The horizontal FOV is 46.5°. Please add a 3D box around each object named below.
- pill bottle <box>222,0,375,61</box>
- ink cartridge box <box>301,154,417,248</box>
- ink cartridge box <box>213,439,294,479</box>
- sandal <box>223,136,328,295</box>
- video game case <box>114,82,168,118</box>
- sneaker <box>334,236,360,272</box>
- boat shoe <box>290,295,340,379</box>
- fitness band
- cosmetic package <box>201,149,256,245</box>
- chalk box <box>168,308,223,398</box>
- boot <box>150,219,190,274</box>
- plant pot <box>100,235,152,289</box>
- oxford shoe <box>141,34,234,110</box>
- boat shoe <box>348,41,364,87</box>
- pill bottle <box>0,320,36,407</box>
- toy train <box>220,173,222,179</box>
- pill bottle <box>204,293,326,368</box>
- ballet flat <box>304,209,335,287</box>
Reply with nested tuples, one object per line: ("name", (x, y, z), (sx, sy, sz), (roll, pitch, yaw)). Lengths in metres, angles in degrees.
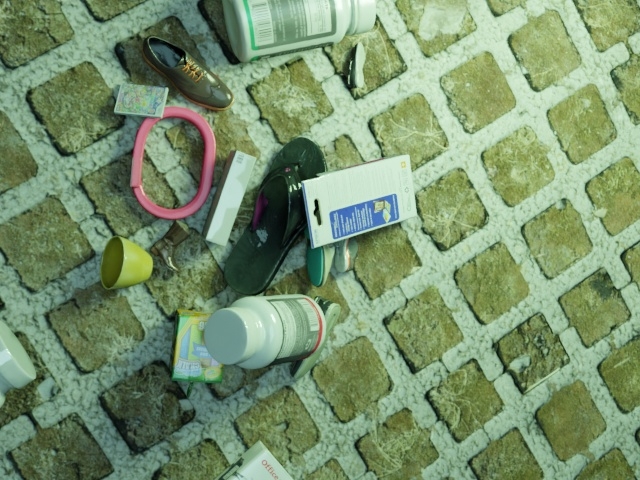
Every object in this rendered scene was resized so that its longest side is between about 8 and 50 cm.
("pill bottle", (-0.055, -0.590, 1.915), (0.361, 0.204, 0.204), (-14, 94, -14))
("ink cartridge box", (0.096, -0.108, 1.958), (0.371, 0.069, 0.175), (-18, 105, -36))
("ink cartridge box", (-0.189, 0.673, 1.950), (0.237, 0.100, 0.172), (-40, 100, -10))
("sandal", (-0.112, -0.065, 1.928), (0.168, 0.107, 0.445), (23, 85, 16))
("video game case", (-0.453, -0.354, 1.884), (0.122, 0.011, 0.087), (6, 68, 3))
("sneaker", (0.076, 0.010, 2.042), (0.065, 0.061, 0.158), (6, 90, -41))
("boat shoe", (-0.028, 0.264, 2.010), (0.079, 0.084, 0.233), (25, 92, 23))
("fitness band", (-0.379, -0.198, 1.920), (0.209, 0.054, 0.290), (8, 90, -17))
("cosmetic package", (-0.237, -0.111, 1.917), (0.060, 0.099, 0.239), (19, 93, -20))
("chalk box", (-0.313, 0.292, 1.899), (0.132, 0.132, 0.213), (6, 90, -14))
("boot", (-0.365, 0.016, 1.917), (0.114, 0.037, 0.106), (-44, 98, 5))
("plant pot", (-0.479, 0.062, 1.866), (0.095, 0.134, 0.134), (12, 88, -39))
("oxford shoe", (-0.337, -0.423, 1.899), (0.271, 0.098, 0.097), (32, 83, -12))
("boat shoe", (0.096, -0.479, 2.040), (0.046, 0.038, 0.125), (-1, 92, -57))
("pill bottle", (-0.868, 0.347, 1.718), (0.363, 0.210, 0.210), (-32, 98, -12))
("toy train", (-0.225, -0.173, 1.974), (0.083, 0.017, 0.023), (-12, 83, -14))
("pill bottle", (-0.136, 0.223, 1.837), (0.318, 0.176, 0.176), (4, 86, -59))
("ballet flat", (0.000, 0.000, 2.006), (0.086, 0.086, 0.248), (-10, 92, -14))
